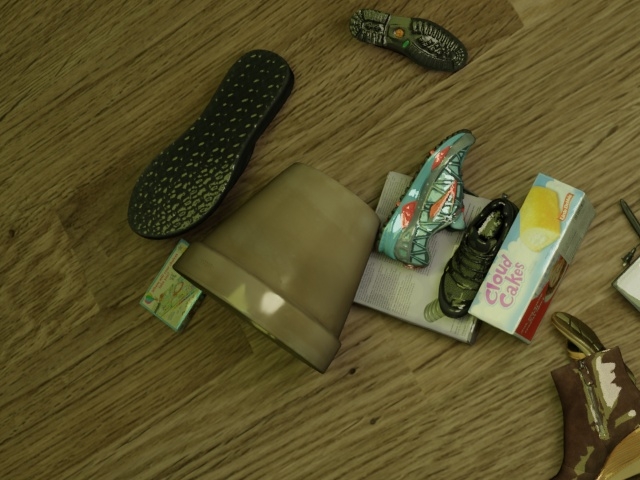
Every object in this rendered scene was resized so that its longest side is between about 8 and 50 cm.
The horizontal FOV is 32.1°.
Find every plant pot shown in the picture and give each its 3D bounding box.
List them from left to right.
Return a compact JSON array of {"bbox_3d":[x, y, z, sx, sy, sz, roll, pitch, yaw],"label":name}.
[{"bbox_3d":[-0.050,0.027,1.942,0.323,0.323,0.280,31,82,23],"label":"plant pot"}]

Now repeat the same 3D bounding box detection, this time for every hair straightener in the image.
[{"bbox_3d":[0.556,0.031,1.881,0.089,0.047,0.231,-24,77,15],"label":"hair straightener"}]

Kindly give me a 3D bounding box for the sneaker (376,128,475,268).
[{"bbox_3d":[0.209,-0.067,1.940,0.125,0.104,0.262,32,93,6],"label":"sneaker"}]

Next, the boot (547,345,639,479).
[{"bbox_3d":[0.425,0.310,1.829,0.248,0.090,0.207,-29,76,20],"label":"boot"}]

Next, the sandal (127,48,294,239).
[{"bbox_3d":[-0.197,-0.168,2.174,0.167,0.107,0.446,34,80,24],"label":"sandal"}]

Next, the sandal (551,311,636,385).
[{"bbox_3d":[0.452,0.191,1.876,0.180,0.072,0.049,46,118,18],"label":"sandal"}]

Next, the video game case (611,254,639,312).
[{"bbox_3d":[0.643,0.098,1.812,0.274,0.026,0.196,45,97,10],"label":"video game case"}]

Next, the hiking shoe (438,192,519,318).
[{"bbox_3d":[0.256,0.023,1.878,0.086,0.114,0.227,25,87,21],"label":"hiking shoe"}]

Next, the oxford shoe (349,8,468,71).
[{"bbox_3d":[0.169,-0.379,2.079,0.227,0.096,0.083,23,102,2],"label":"oxford shoe"}]

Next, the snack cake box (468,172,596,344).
[{"bbox_3d":[0.362,0.035,1.887,0.089,0.152,0.264,27,89,23],"label":"snack cake box"}]

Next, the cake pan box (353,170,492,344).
[{"bbox_3d":[0.201,0.024,1.996,0.245,0.070,0.267,17,86,20],"label":"cake pan box"}]

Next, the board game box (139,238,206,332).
[{"bbox_3d":[-0.272,0.088,2.179,0.103,0.026,0.154,35,93,23],"label":"board game box"}]
